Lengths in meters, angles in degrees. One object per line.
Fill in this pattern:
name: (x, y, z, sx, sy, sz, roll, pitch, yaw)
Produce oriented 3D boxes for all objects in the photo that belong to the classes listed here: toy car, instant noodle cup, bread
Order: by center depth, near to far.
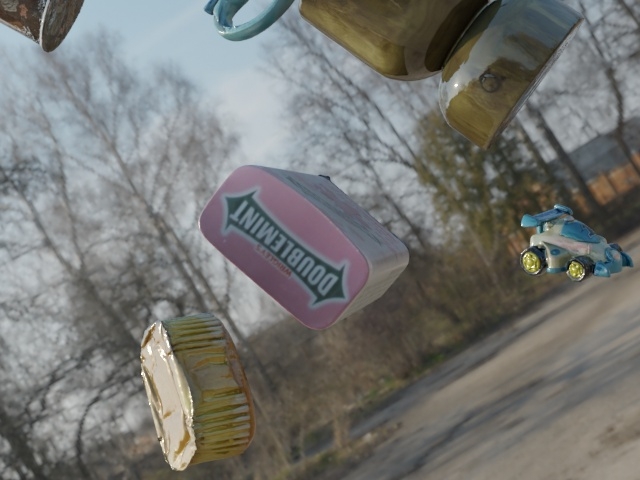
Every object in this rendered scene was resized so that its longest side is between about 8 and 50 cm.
toy car: (0.400, 0.004, 1.522, 0.126, 0.098, 0.161, -18, 17, -35)
instant noodle cup: (-0.535, -0.472, 1.716, 0.217, 0.207, 0.217, -157, 90, -86)
bread: (-0.224, 0.282, 1.833, 0.156, 0.288, 0.204, -5, -35, -31)

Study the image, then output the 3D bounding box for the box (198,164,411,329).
box: (0.000, 0.000, 1.169, 0.112, 0.190, 0.370, -49, -7, 10)

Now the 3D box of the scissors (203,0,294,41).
scissors: (0.001, -0.389, 1.160, 0.393, 0.180, 0.032, -32, -34, 25)

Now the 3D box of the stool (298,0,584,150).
stool: (0.129, -0.246, 1.074, 0.179, 0.264, 0.179, -51, -8, -10)
